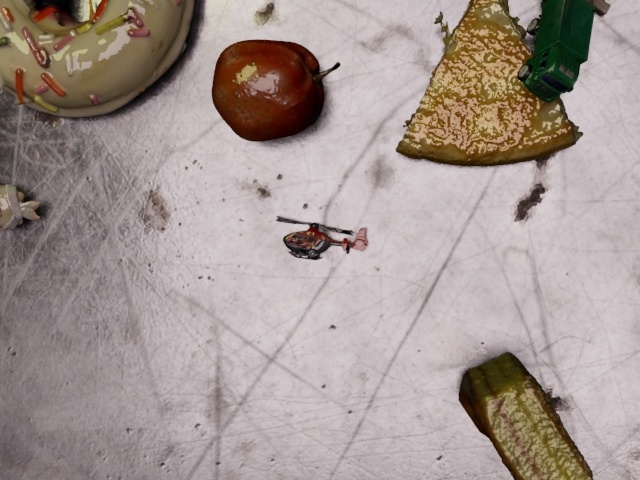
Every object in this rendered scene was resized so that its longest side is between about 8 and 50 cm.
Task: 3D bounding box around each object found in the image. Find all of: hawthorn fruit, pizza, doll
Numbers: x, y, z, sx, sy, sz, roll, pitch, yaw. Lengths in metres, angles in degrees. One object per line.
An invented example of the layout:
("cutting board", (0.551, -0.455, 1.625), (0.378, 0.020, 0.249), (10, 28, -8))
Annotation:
("hawthorn fruit", (-0.059, -0.229, 1.634), (0.194, 0.157, 0.156), (-12, 90, 18))
("pizza", (0.260, -0.251, 1.652), (0.280, 0.075, 0.287), (4, 90, 2))
("doll", (-0.502, -0.053, 1.723), (0.127, 0.084, 0.073), (5, 94, 14))

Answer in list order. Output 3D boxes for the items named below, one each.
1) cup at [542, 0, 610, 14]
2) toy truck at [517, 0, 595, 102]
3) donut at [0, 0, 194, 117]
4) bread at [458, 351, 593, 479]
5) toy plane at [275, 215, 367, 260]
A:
("cup", (0.389, -0.387, 1.630), (0.102, 0.074, 0.099), (17, 93, 5))
("toy truck", (0.336, -0.274, 1.577), (0.065, 0.079, 0.147), (28, 62, -24))
("donut", (-0.381, -0.378, 1.675), (0.383, 0.142, 0.382), (0, 91, 6))
("bread", (0.283, 0.266, 1.580), (0.111, 0.234, 0.184), (-31, 90, 2))
("toy plane", (0.000, 0.000, 1.699), (0.145, 0.037, 0.060), (6, 82, 10))
